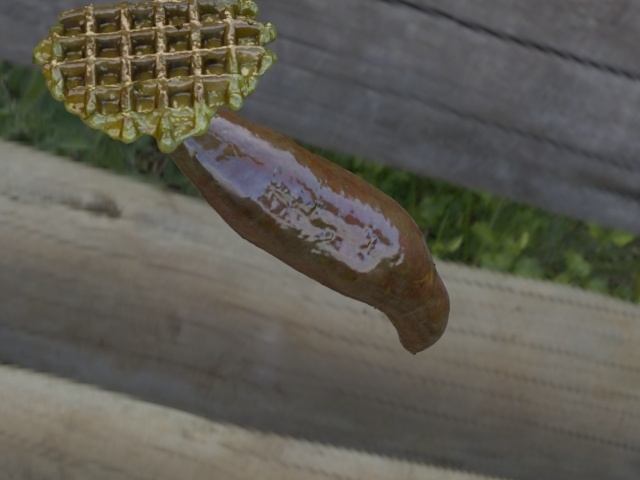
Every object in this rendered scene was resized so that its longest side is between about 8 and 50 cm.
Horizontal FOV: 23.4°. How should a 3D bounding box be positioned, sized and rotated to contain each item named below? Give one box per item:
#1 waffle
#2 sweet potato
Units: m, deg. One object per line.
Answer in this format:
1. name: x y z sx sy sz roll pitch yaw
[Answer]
1. waffle: -0.058 -0.068 0.569 0.085 0.016 0.078 -33 61 -19
2. sweet potato: 0.010 0.000 0.825 0.255 0.078 0.058 39 54 -40
